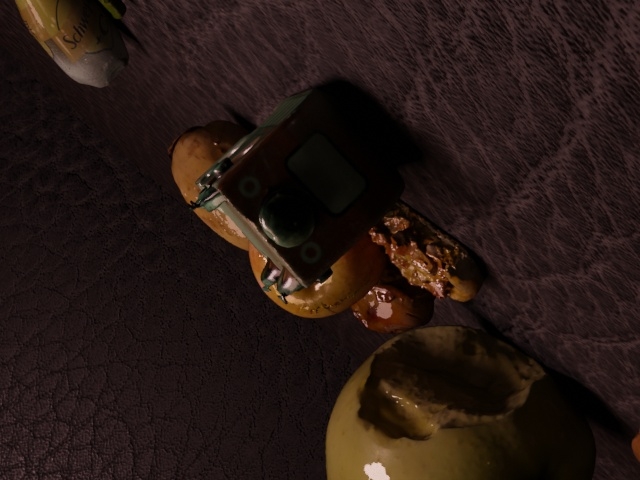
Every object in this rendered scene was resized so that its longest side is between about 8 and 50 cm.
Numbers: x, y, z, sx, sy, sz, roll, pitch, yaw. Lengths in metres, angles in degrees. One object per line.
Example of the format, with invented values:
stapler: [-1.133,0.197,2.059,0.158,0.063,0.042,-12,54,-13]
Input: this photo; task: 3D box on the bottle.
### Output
bottle: [-0.305,-0.271,2.013,0.083,0.083,0.270,37,171,36]

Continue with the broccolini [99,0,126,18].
broccolini: [-0.254,-0.291,1.805,0.202,0.068,0.091,25,-158,-52]

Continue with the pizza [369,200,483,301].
pizza: [0.092,0.013,1.697,0.134,0.046,0.175,41,174,4]

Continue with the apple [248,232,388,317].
apple: [0.000,0.000,1.773,0.146,0.146,0.146,41,174,6]

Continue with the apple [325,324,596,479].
apple: [0.140,0.227,1.859,0.279,0.279,0.279,41,174,6]

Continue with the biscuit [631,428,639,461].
biscuit: [0.403,0.277,1.585,0.262,0.052,0.277,45,173,-28]

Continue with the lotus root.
lotus root: [-0.073,-0.048,1.985,0.221,0.118,0.125,38,-155,11]

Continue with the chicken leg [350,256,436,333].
chicken leg: [0.026,-0.006,1.877,0.251,0.087,0.107,48,153,2]

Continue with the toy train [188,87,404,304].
toy train: [-0.021,-0.043,1.526,0.129,0.159,0.326,45,177,-6]
